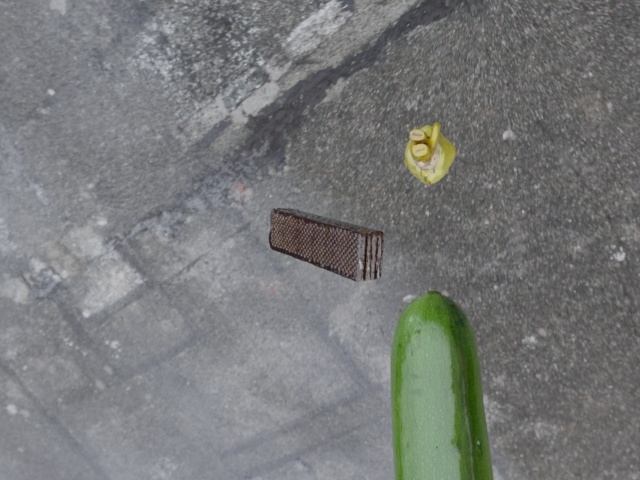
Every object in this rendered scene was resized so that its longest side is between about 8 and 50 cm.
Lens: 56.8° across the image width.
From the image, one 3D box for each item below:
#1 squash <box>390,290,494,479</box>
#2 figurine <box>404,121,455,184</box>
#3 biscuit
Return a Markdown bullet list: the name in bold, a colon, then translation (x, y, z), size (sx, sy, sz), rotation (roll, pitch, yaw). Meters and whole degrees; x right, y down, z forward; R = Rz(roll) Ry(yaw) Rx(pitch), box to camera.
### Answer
- **squash**: translation (0.120, 0.235, 0.571), size (0.101, 0.101, 0.379), rotation (-11, 72, 20)
- **figurine**: translation (0.259, -0.216, 1.436), size (0.131, 0.246, 0.157), rotation (-12, 88, 16)
- **biscuit**: translation (0.000, 0.000, 1.382), size (0.388, 0.073, 0.108), rotation (17, 108, 53)
